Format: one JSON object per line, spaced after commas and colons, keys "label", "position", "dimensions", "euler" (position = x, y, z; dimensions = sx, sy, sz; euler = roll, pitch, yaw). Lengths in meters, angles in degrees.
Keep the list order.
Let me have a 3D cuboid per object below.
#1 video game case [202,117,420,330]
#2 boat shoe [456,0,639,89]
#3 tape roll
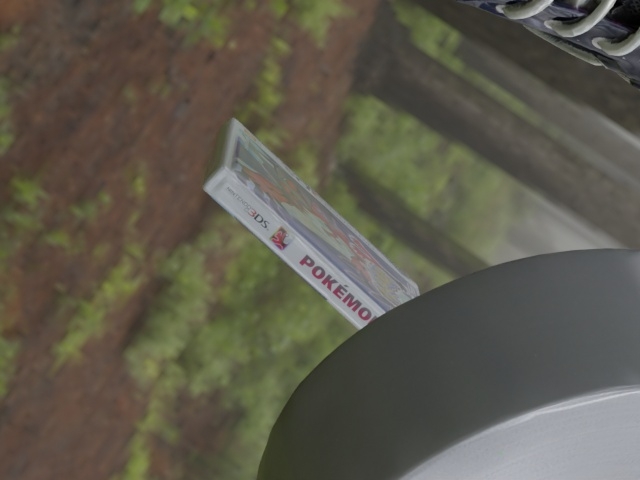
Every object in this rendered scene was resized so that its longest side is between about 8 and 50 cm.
{"label": "video game case", "position": [0.000, 0.000, 1.190], "dimensions": [0.023, 0.183, 0.201], "euler": [-46, -171, 9]}
{"label": "boat shoe", "position": [0.161, -0.128, 0.954], "dimensions": [0.158, 0.340, 0.127], "euler": [-9, 125, -47]}
{"label": "tape roll", "position": [0.087, 0.106, 0.689], "dimensions": [0.219, 0.219, 0.072], "euler": [-59, -147, 33]}
